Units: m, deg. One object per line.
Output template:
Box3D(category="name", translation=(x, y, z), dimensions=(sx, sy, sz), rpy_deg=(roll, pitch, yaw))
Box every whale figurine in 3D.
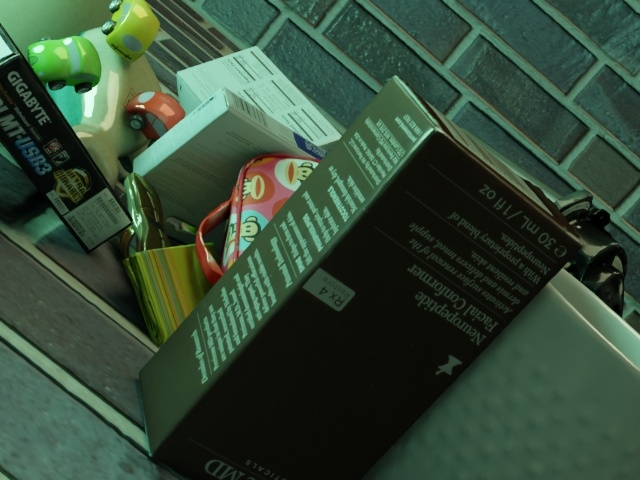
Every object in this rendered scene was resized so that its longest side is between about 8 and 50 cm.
Box3D(category="whale figurine", translation=(-0.308, -0.167, 1.388), dimensions=(0.272, 0.141, 0.216), rpy_deg=(-86, 156, -48))

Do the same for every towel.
Box3D(category="towel", translation=(-0.156, 0.057, 1.191), dimensions=(0.237, 0.021, 0.102), rpy_deg=(-11, 83, -75))

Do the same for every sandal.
Box3D(category="sandal", translation=(-0.211, 0.000, 1.212), dimensions=(0.072, 0.049, 0.180), rpy_deg=(46, 22, -54))

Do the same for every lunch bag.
Box3D(category="lunch bag", translation=(-0.022, 0.030, 1.224), dimensions=(0.258, 0.120, 0.293), rpy_deg=(11, 48, -7))

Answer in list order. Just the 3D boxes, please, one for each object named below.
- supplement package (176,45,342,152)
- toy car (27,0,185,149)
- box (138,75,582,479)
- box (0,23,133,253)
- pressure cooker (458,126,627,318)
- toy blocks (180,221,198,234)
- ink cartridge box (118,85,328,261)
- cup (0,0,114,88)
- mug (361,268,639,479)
Box3D(category="supplement package", translation=(-0.096, -0.132, 1.590), dimensions=(0.262, 0.145, 0.204), rpy_deg=(51, -27, 37))
Box3D(category="toy car", translation=(-0.262, -0.217, 1.293), dimensions=(0.225, 0.053, 0.239), rpy_deg=(-5, 76, -54))
Box3D(category="box", translation=(0.025, 0.065, 0.934), dimensions=(0.191, 0.381, 0.143), rpy_deg=(33, 17, -27))
Box3D(category="box", translation=(-0.341, -0.167, 1.107), dimensions=(0.295, 0.073, 0.293), rpy_deg=(49, -13, 33))
Box3D(category="pressure cooker", translation=(0.231, 0.070, 1.472), dimensions=(0.420, 0.375, 0.370), rpy_deg=(41, -4, 29))
Box3D(category="toy blocks", translation=(-0.155, -0.083, 1.451), dimensions=(0.123, 0.148, 0.054), rpy_deg=(44, 13, 17))
Box3D(category="ink cartridge box", translation=(-0.125, -0.077, 1.340), dimensions=(0.223, 0.224, 0.045), rpy_deg=(29, 35, -45))
Box3D(category="cup", translation=(-0.411, -0.415, 1.574), dimensions=(0.331, 0.237, 0.331), rpy_deg=(39, 18, -15))
Box3D(category="mug", translation=(0.221, 0.235, 1.048), dimensions=(0.374, 0.328, 0.276), rpy_deg=(37, 13, -19))
